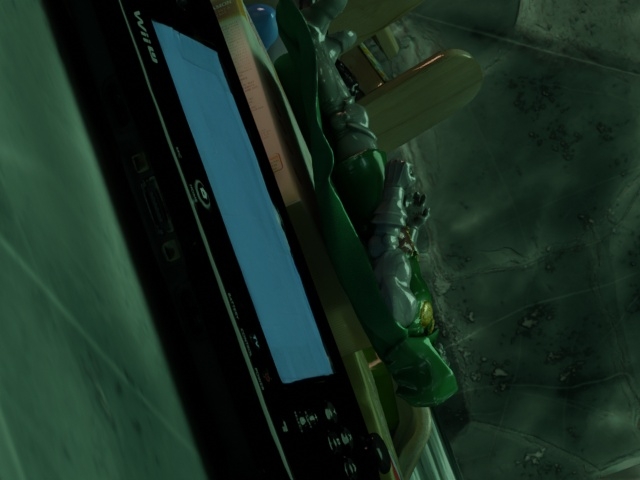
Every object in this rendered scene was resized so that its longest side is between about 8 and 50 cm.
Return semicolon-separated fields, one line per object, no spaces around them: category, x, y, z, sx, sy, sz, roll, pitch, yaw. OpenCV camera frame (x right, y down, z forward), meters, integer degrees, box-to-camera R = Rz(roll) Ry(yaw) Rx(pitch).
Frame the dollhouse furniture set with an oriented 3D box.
dollhouse furniture set;0.008;-0.349;1.466;0.394;0.256;0.362;57;2;-46

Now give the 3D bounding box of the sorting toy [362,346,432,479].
sorting toy;0.022;0.087;1.104;0.193;0.038;0.208;104;-25;-59

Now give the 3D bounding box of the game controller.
game controller;-0.047;-0.012;0.755;0.166;0.067;0.319;43;26;-82

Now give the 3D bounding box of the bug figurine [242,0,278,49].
bug figurine;-0.045;-0.254;1.172;0.216;0.072;0.279;-22;-109;62

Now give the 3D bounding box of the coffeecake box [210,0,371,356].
coffeecake box;-0.039;-0.034;0.952;0.142;0.068;0.185;63;7;-48

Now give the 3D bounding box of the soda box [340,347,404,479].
soda box;0.014;0.130;0.929;0.181;0.058;0.061;-105;174;-49

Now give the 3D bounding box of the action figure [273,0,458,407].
action figure;0.027;-0.018;0.876;0.137;0.063;0.232;61;13;-72

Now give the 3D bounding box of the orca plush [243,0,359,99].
orca plush;0.000;-0.126;1.246;0.151;0.102;0.287;-52;-137;39
